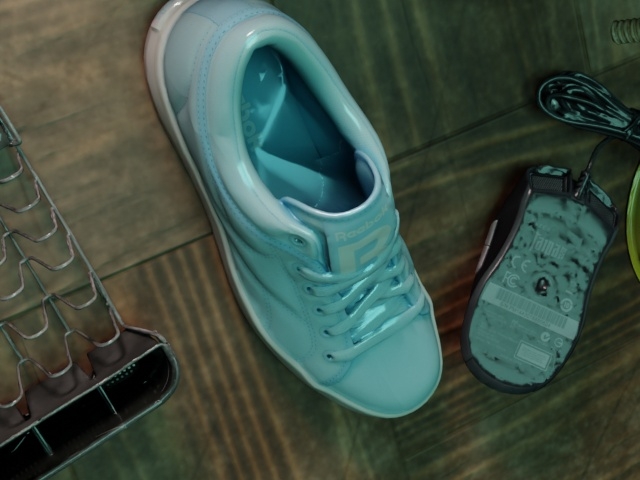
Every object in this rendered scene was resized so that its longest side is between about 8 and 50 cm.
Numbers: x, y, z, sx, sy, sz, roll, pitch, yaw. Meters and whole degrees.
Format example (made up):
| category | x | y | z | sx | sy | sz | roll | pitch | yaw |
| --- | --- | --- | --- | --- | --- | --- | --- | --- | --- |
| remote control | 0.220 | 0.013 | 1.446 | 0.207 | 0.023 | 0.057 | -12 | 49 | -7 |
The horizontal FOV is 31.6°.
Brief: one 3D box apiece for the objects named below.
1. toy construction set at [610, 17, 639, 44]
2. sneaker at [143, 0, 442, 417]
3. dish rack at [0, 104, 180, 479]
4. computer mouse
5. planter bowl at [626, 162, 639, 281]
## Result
| category | x | y | z | sx | sy | sz | roll | pitch | yaw |
| --- | --- | --- | --- | --- | --- | --- | --- | --- | --- |
| toy construction set | 0.335 | -0.254 | 0.763 | 0.309 | 0.237 | 0.257 | -51 | 128 | -37 |
| sneaker | 0.000 | 0.000 | 0.783 | 0.135 | 0.150 | 0.366 | -37 | 116 | -10 |
| dish rack | -0.241 | 0.035 | 0.726 | 0.208 | 0.074 | 0.271 | -33 | 115 | -14 |
| computer mouse | 0.220 | 0.009 | 0.927 | 0.184 | 0.060 | 0.262 | 19 | 87 | -10 |
| planter bowl | 0.382 | -0.023 | 0.985 | 0.217 | 0.090 | 0.217 | -6 | 106 | -23 |
